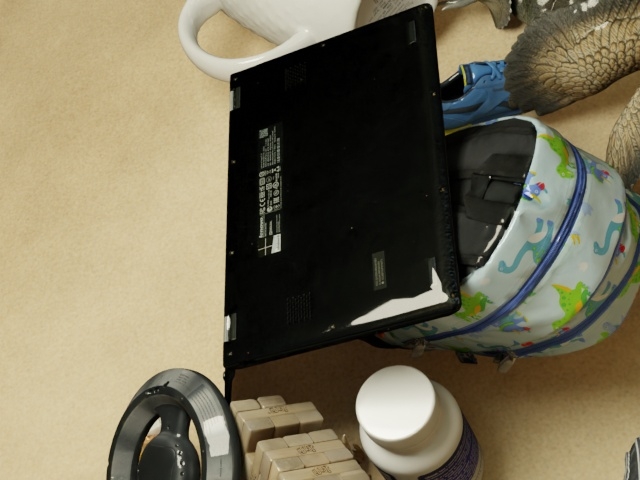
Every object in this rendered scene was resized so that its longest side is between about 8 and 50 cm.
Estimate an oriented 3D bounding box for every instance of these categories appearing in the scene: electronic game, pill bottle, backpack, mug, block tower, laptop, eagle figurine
[{"bbox_3d":[-0.161,0.252,1.204,0.229,0.048,0.229,-16,68,46],"label":"electronic game"},{"bbox_3d":[0.104,0.211,1.203,0.112,0.186,0.112,-10,56,15],"label":"pill bottle"},{"bbox_3d":[0.190,-0.001,1.221,0.273,0.355,0.290,30,73,-1],"label":"backpack"},{"bbox_3d":[-0.036,-0.364,1.577,0.374,0.276,0.328,-42,55,-12],"label":"mug"},{"bbox_3d":[0.011,0.281,1.079,0.091,0.097,0.335,-5,32,-29],"label":"block tower"},{"bbox_3d":[0.000,0.000,1.296,0.408,0.236,0.382,-17,57,24],"label":"laptop"},{"bbox_3d":[0.392,-0.205,1.344,0.298,0.225,0.226,-31,19,4],"label":"eagle figurine"}]

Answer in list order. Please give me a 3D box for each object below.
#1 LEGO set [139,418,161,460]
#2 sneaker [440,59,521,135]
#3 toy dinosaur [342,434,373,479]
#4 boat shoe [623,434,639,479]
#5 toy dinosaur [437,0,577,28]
[{"bbox_3d":[-0.133,0.308,1.303,0.287,0.107,0.132,13,52,42],"label":"LEGO set"},{"bbox_3d":[0.235,-0.210,1.494,0.209,0.082,0.069,-22,51,5],"label":"sneaker"},{"bbox_3d":[0.011,0.256,1.252,0.211,0.112,0.064,-20,65,53],"label":"toy dinosaur"},{"bbox_3d":[0.294,0.333,1.106,0.102,0.108,0.301,1,66,21],"label":"boat shoe"},{"bbox_3d":[0.332,-0.335,1.531,0.313,0.121,0.160,26,100,22],"label":"toy dinosaur"}]
